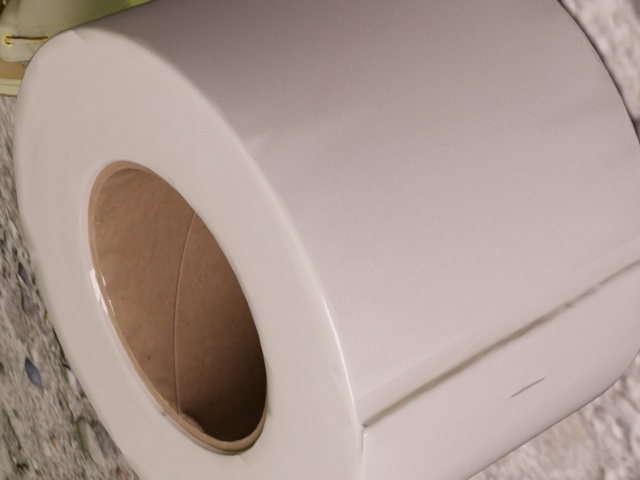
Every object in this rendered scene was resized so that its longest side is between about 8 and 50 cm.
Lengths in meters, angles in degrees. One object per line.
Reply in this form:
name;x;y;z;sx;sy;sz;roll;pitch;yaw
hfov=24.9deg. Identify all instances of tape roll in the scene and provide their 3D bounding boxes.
tape roll;0.000;0.000;0.632;0.246;0.169;0.246;34;137;39

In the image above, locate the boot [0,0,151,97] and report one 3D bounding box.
boot;-0.149;-0.160;0.783;0.213;0.077;0.165;9;132;37
